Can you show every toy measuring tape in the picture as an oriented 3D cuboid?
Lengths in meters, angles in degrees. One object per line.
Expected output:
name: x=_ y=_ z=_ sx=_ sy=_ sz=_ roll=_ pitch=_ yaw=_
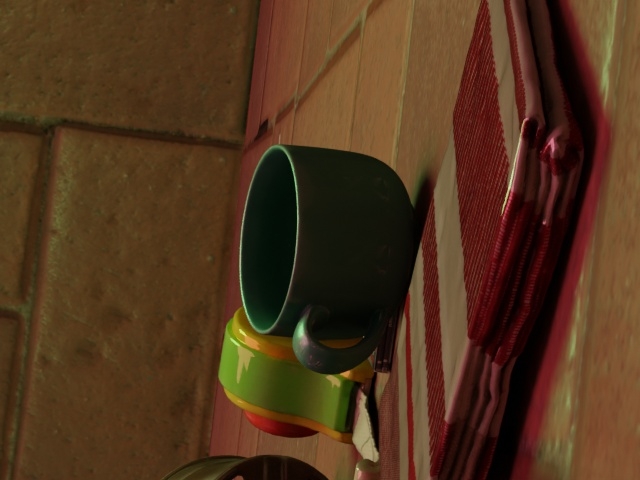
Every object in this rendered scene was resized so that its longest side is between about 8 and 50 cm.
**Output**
toy measuring tape: x=-0.019 y=0.115 z=1.481 sx=0.330 sy=0.121 sz=0.121 roll=-100 pitch=18 yaw=-70

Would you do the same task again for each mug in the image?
mug: x=0.009 y=0.016 z=1.340 sx=0.129 sy=0.097 sz=0.158 roll=161 pitch=112 yaw=-69

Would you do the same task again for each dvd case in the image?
dvd case: x=0.047 y=0.030 z=1.427 sx=0.087 sy=0.013 sz=0.119 roll=-122 pitch=41 yaw=-81

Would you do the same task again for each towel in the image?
towel: x=0.079 y=0.028 z=1.036 sx=0.237 sy=0.037 sz=0.329 roll=-89 pitch=10 yaw=-58

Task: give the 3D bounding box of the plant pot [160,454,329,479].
plant pot: x=-0.055 y=0.241 z=1.534 sx=0.165 sy=0.167 sz=0.167 roll=140 pitch=137 yaw=-70
